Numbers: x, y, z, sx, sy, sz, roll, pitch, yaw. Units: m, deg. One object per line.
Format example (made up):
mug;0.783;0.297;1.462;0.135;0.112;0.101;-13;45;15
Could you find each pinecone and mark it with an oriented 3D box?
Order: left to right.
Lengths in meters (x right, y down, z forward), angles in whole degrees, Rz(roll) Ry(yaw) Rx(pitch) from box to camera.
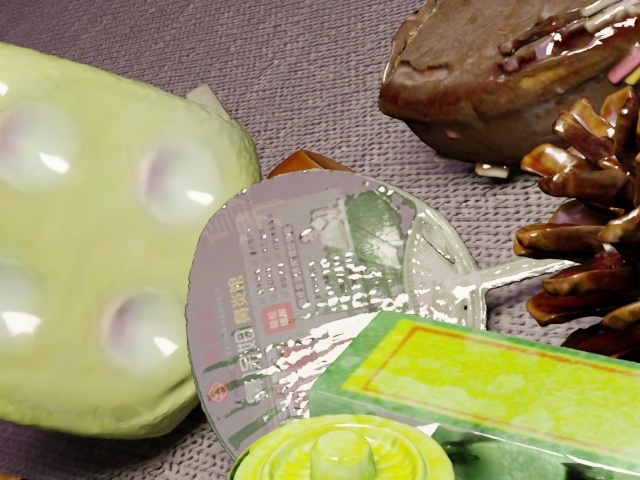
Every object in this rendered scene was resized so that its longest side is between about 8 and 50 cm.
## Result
pinecone;0.192;0.000;0.654;0.208;0.207;0.207;-28;30;18

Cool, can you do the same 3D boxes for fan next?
fan;0.043;0.065;0.829;0.294;0.012;0.223;12;71;17

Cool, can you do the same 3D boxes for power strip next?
power strip;-0.102;-0.115;1.293;0.030;0.047;0.191;-32;29;-1

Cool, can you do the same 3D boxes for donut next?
donut;0.220;-0.196;0.958;0.259;0.136;0.345;-3;46;44

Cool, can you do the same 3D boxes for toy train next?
toy train;0.087;0.134;0.520;0.272;0.159;0.188;11;32;29

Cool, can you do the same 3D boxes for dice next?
dice;-0.204;-0.004;0.965;0.254;0.252;0.249;16;89;64

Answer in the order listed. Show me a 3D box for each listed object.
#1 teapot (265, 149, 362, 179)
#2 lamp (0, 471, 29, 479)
teapot;0.000;0.000;0.968;0.116;0.116;0.173;-45;52;-12
lamp;-0.230;0.221;0.870;0.136;0.136;0.136;-28;30;18
